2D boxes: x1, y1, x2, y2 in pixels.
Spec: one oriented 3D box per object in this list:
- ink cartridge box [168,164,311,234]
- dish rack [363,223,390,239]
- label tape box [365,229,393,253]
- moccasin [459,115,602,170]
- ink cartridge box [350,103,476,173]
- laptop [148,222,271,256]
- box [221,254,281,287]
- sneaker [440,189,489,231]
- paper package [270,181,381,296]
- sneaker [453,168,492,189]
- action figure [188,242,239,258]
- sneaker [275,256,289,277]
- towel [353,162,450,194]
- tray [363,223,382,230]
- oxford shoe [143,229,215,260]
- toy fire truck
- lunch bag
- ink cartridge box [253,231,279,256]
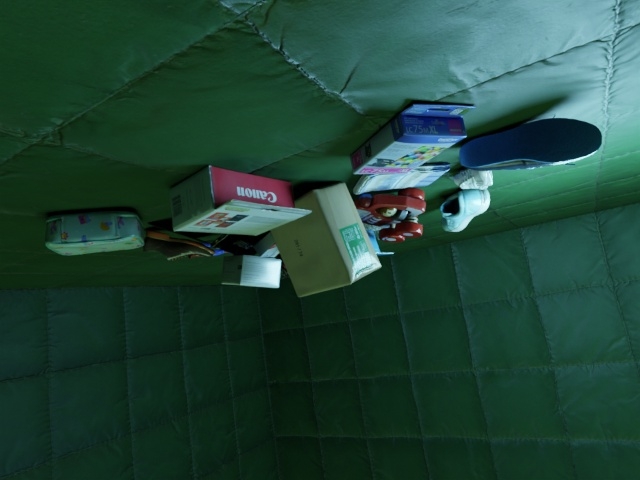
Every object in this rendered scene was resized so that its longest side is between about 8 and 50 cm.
[{"bbox_3d":[-0.226,-0.113,1.252,0.272,0.129,0.310,-19,166,38],"label":"ink cartridge box"},{"bbox_3d":[0.220,-0.047,1.989,0.272,0.074,0.208,-22,151,26],"label":"dish rack"},{"bbox_3d":[0.083,0.003,1.726,0.249,0.115,0.348,3,175,-39],"label":"label tape box"},{"bbox_3d":[0.562,-0.260,1.172,0.343,0.137,0.117,2,180,28],"label":"moccasin"},{"bbox_3d":[0.226,-0.247,1.091,0.186,0.065,0.311,-4,167,-23],"label":"ink cartridge box"},{"bbox_3d":[-0.366,-0.070,1.703,0.408,0.236,0.382,-38,167,3],"label":"laptop"},{"bbox_3d":[-0.284,0.128,1.761,0.182,0.118,0.181,10,170,-36],"label":"box"},{"bbox_3d":[0.572,-0.135,1.848,0.150,0.135,0.366,1,160,-7],"label":"sneaker"},{"bbox_3d":[0.000,0.000,1.464,0.168,0.324,0.310,-23,-179,-41],"label":"paper package"},{"bbox_3d":[0.508,-0.212,1.440,0.116,0.090,0.232,-7,169,13],"label":"sneaker"},{"bbox_3d":[-0.460,0.038,2.003,0.281,0.091,0.139,-2,177,-30],"label":"action figure"},{"bbox_3d":[-0.192,0.172,2.721,0.203,0.185,0.483,-10,170,-17],"label":"sneaker"},{"bbox_3d":[0.263,-0.203,1.435,0.286,0.034,0.209,-7,171,-11],"label":"towel"},{"bbox_3d":[0.274,-0.083,2.117,0.146,0.030,0.270,-7,170,-1],"label":"tray"},{"bbox_3d":[-0.552,0.037,1.683,0.272,0.098,0.097,15,175,-13],"label":"oxford shoe"},{"bbox_3d":[0.235,-0.106,1.604,0.254,0.169,0.302,10,167,-18],"label":"toy fire truck"},{"bbox_3d":[-0.731,-0.023,1.405,0.280,0.107,0.224,-5,172,-14],"label":"lunch bag"},{"bbox_3d":[-0.201,0.019,1.785,0.099,0.056,0.135,-41,165,13],"label":"ink cartridge box"}]
